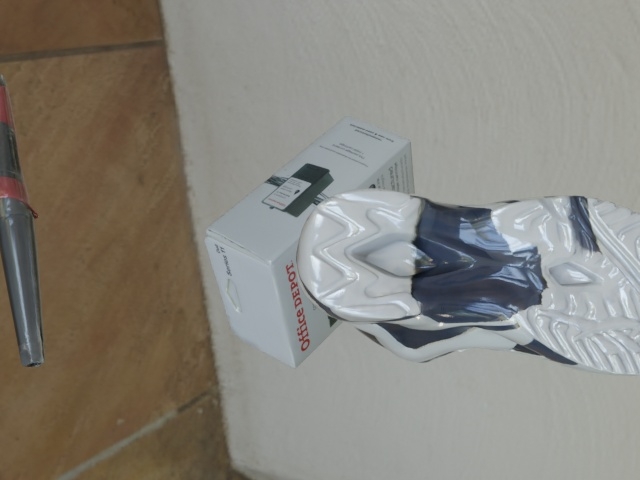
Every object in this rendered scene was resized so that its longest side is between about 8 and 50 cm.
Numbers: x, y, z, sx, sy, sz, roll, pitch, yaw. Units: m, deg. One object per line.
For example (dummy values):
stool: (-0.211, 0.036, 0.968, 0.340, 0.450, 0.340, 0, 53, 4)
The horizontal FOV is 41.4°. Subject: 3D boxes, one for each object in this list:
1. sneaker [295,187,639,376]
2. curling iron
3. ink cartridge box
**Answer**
sneaker: (0.102, 0.030, 0.509, 0.153, 0.235, 0.094, 106, -14, -83)
curling iron: (-0.256, -0.024, 0.703, 0.035, 0.068, 0.274, -7, 63, -30)
ink cartridge box: (0.000, 0.000, 0.834, 0.208, 0.087, 0.153, -42, 141, -29)
